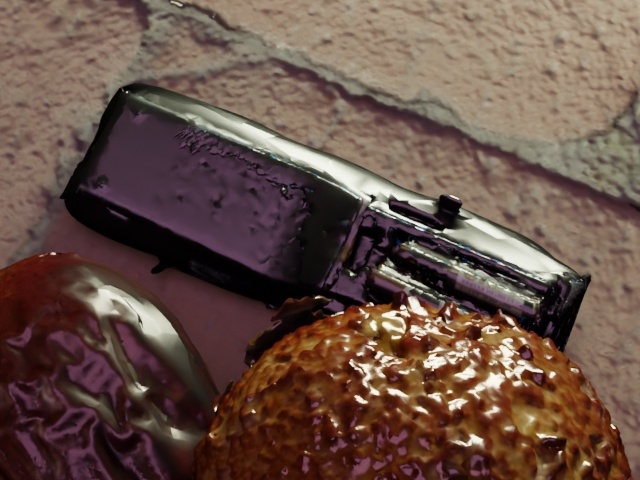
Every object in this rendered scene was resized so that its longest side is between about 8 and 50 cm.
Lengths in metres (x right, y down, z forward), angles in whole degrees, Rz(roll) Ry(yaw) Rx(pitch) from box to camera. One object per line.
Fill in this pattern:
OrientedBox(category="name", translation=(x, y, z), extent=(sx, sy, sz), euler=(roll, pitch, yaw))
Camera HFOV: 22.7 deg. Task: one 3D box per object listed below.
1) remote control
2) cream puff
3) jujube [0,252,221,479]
OrientedBox(category="remote control", translation=(0.000, 0.000, 1.198), extent=(0.399, 0.062, 0.144), euler=(22, 74, 8))
OrientedBox(category="cream puff", translation=(0.079, 0.197, 1.011), extent=(0.350, 0.229, 0.350), euler=(9, 76, -39))
OrientedBox(category="jujube", translation=(-0.159, 0.124, 1.096), extent=(0.183, 0.183, 0.243), euler=(-33, 70, -10))
